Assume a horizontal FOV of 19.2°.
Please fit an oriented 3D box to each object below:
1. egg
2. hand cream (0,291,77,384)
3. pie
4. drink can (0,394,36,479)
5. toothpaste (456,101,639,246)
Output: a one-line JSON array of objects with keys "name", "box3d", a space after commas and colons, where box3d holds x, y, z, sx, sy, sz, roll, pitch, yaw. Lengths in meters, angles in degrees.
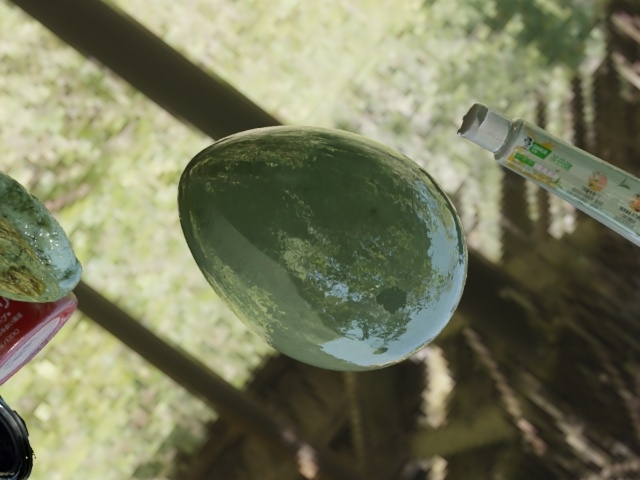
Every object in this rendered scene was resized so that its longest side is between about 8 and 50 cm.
[{"name": "egg", "box3d": [0.000, 0.000, 1.766, 0.218, 0.295, 0.218, -43, -150, 32]}, {"name": "hand cream", "box3d": [-0.411, 0.097, 2.387, 0.193, 0.125, 0.193, -46, 176, -4]}, {"name": "pie", "box3d": [-0.359, -0.017, 2.018, 0.054, 0.240, 0.240, -59, -173, -28]}, {"name": "drink can", "box3d": [-0.365, 0.220, 1.646, 0.235, 0.097, 0.097, -31, -167, 22]}, {"name": "toothpaste", "box3d": [0.286, -0.054, 1.950, 0.058, 0.314, 0.056, -39, -153, 59]}]
